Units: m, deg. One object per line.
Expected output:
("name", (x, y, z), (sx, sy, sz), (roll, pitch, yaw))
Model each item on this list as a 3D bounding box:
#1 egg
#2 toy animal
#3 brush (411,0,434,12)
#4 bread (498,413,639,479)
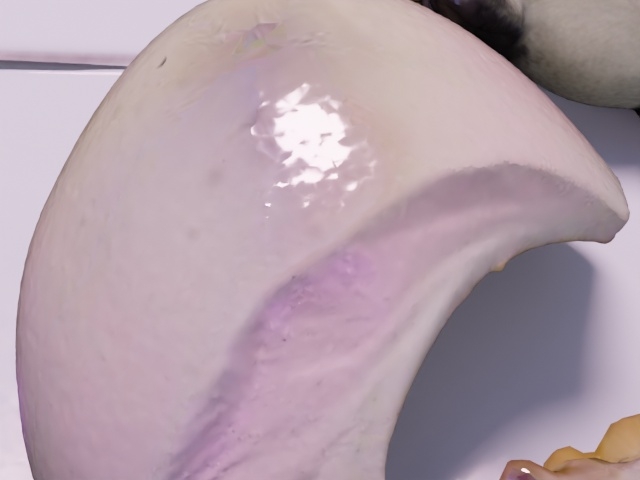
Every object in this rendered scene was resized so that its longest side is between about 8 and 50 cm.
("egg", (-0.018, -0.005, 0.604), (0.206, 0.162, 0.271), (33, 61, 28))
("toy animal", (0.102, -0.115, 0.690), (0.225, 0.121, 0.094), (19, 86, -5))
("brush", (0.094, -0.110, 0.762), (0.169, 0.014, 0.043), (0, 62, -1))
("bread", (0.143, 0.192, 0.509), (0.274, 0.149, 0.274), (2, 62, -4))
